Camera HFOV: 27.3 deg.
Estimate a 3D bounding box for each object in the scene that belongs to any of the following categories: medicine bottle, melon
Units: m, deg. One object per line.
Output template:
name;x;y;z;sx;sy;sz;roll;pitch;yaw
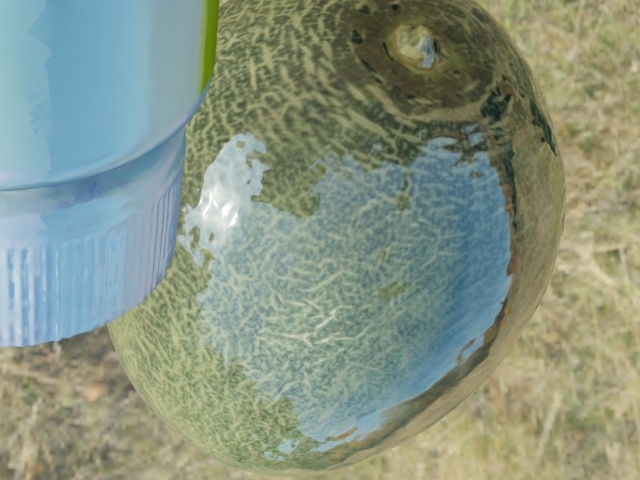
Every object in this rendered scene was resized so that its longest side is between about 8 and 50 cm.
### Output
medicine bottle;-0.097;-0.092;0.378;0.139;0.139;0.225;4;125;-5
melon;0.000;0.000;0.732;0.248;0.248;0.329;9;139;-11
